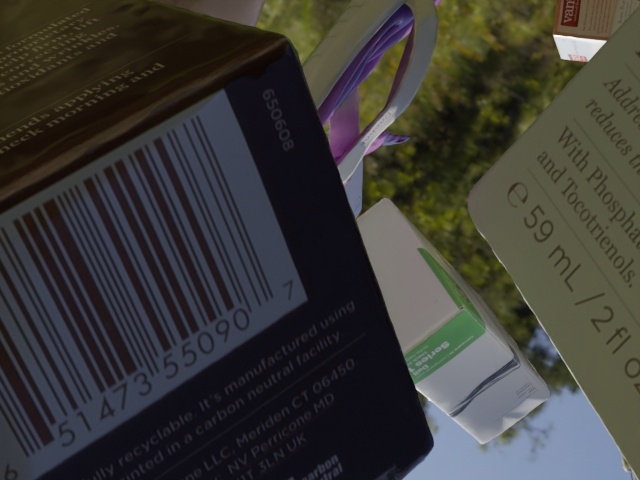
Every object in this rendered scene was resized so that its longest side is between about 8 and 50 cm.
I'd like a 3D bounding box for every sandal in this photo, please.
[{"bbox_3d":[0.042,-0.127,1.033,0.416,0.102,0.169,-54,-179,-30],"label":"sandal"}]

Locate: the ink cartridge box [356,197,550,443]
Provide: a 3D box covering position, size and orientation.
[{"bbox_3d":[0.113,0.083,1.242,0.092,0.219,0.160,-38,-131,7],"label":"ink cartridge box"}]

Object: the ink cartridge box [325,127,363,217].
[{"bbox_3d":[0.000,0.000,1.608,0.171,0.056,0.235,-57,154,-48],"label":"ink cartridge box"}]

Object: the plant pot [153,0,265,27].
[{"bbox_3d":[-0.139,-0.318,1.360,0.263,0.263,0.229,-111,-156,-54],"label":"plant pot"}]

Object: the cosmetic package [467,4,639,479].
[{"bbox_3d":[0.381,-0.017,0.829,0.394,0.327,0.329,-49,-134,24],"label":"cosmetic package"}]

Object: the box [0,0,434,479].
[{"bbox_3d":[-0.098,0.021,0.460,0.168,0.167,0.203,-33,-150,-20],"label":"box"}]

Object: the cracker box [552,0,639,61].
[{"bbox_3d":[0.379,-0.230,1.413,0.155,0.232,0.067,5,93,-77],"label":"cracker box"}]

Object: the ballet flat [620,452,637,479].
[{"bbox_3d":[0.260,0.215,0.912,0.058,0.250,0.084,-19,-161,34],"label":"ballet flat"}]
